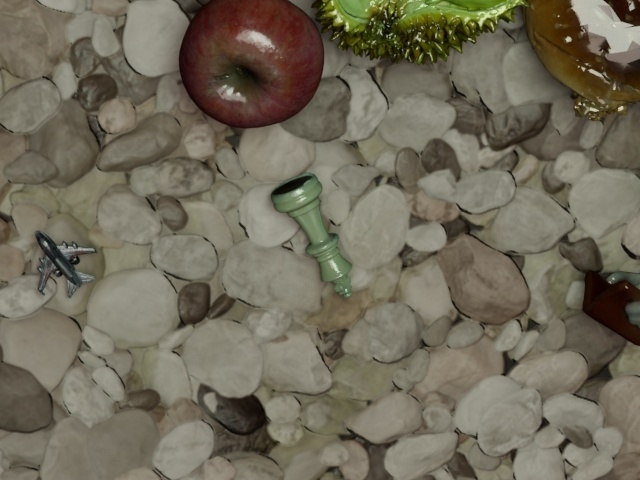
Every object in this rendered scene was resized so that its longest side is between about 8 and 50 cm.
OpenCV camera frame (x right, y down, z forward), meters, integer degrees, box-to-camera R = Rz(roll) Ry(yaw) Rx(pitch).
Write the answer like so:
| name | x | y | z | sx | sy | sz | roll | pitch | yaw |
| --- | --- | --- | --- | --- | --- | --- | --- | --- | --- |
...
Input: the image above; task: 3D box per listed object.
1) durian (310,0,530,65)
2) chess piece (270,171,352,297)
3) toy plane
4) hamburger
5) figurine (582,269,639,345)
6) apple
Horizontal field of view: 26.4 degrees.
| name | x | y | z | sx | sy | sz | roll | pitch | yaw |
| --- | --- | --- | --- | --- | --- | --- | --- | --- | --- |
| durian | 0.096 | -0.284 | 1.424 | 0.237 | 0.176 | 0.200 | -11 | 88 | -12 |
| chess piece | 0.000 | 0.000 | 1.526 | 0.059 | 0.059 | 0.149 | -27 | 109 | -1 |
| toy plane | -0.288 | 0.022 | 1.503 | 0.079 | 0.031 | 0.083 | -36 | 102 | 0 |
| hamburger | 0.330 | -0.268 | 1.476 | 0.243 | 0.146 | 0.286 | 27 | 97 | -3 |
| figurine | 0.433 | 0.029 | 1.547 | 0.284 | 0.204 | 0.338 | -1 | 87 | 1 |
| apple | -0.071 | -0.194 | 1.438 | 0.154 | 0.120 | 0.153 | 5 | 127 | 6 |
